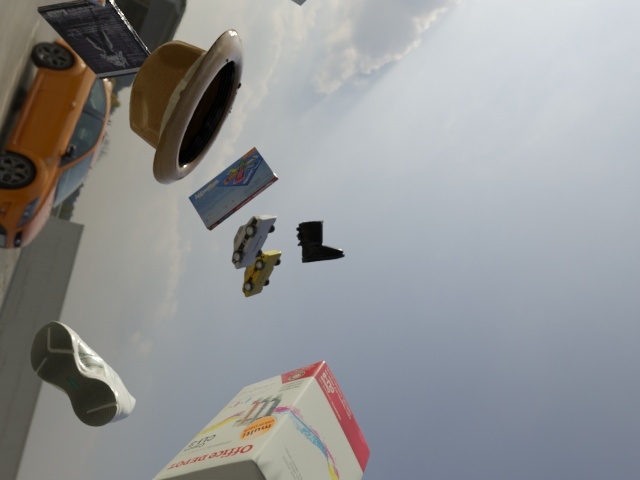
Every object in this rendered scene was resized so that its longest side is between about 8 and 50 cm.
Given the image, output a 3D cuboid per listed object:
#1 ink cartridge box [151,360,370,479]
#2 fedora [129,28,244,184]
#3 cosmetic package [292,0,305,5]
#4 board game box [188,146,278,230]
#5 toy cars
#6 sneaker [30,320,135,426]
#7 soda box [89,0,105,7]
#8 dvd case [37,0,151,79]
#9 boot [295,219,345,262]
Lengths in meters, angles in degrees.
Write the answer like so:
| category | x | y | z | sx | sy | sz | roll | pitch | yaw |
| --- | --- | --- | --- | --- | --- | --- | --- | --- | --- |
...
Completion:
| category | x | y | z | sx | sy | sz | roll | pitch | yaw |
| --- | --- | --- | --- | --- | --- | --- | --- | --- | --- |
| ink cartridge box | -0.049 | 0.232 | 0.424 | 0.128 | 0.176 | 0.127 | -25 | -88 | 22 |
| fedora | -0.161 | -0.162 | 0.482 | 0.194 | 0.079 | 0.194 | -61 | -176 | 8 |
| cosmetic package | -0.050 | -0.635 | 0.864 | 0.184 | 0.152 | 0.151 | -24 | -113 | 44 |
| board game box | -0.288 | -0.171 | 1.368 | 0.281 | 0.027 | 0.145 | -36 | -111 | 3 |
| toy cars | -0.217 | 0.043 | 1.344 | 0.087 | 0.176 | 0.393 | 39 | -25 | 21 |
| sneaker | -0.275 | 0.155 | 0.482 | 0.152 | 0.061 | 0.053 | 40 | -102 | 18 |
| soda box | -0.522 | -0.527 | 0.826 | 0.063 | 0.183 | 0.058 | -63 | 174 | -74 |
| dvd case | -0.514 | -0.474 | 0.993 | 0.221 | 0.165 | 0.018 | 68 | 16 | -70 |
| boot | 0.000 | 0.000 | 1.007 | 0.045 | 0.121 | 0.099 | 180 | -96 | -70 |
